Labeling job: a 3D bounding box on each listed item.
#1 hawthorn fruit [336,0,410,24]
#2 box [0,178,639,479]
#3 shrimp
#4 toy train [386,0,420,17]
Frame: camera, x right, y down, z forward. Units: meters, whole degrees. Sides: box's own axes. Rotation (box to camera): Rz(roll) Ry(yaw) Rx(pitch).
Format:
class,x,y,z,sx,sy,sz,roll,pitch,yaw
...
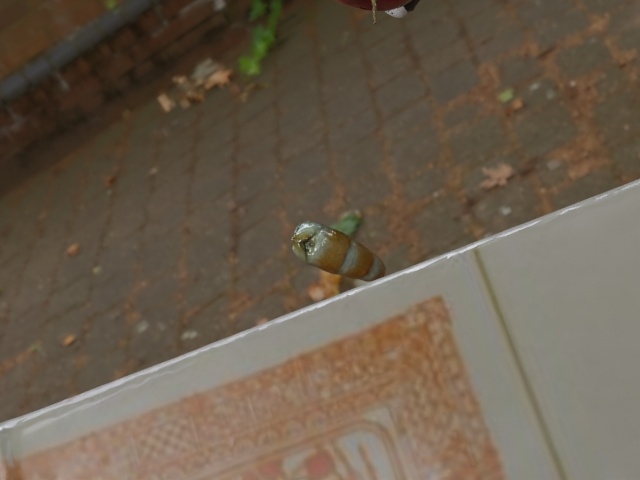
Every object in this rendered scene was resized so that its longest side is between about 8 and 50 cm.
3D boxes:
class,x,y,z,sx,sy,sz,roll,pitch,yaw
hawthorn fruit,0.042,-0.240,0.991,0.125,0.125,0.140,-31,18,8
box,0.029,0.113,0.331,0.365,0.205,0.051,-21,-14,7
shrimp,0.000,0.000,1.482,0.166,0.161,0.049,32,98,51
toy train,0.113,-0.306,1.216,0.204,0.131,0.083,-46,1,2
